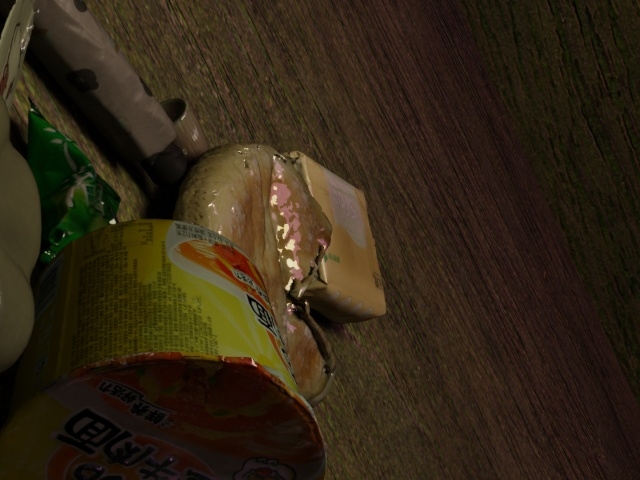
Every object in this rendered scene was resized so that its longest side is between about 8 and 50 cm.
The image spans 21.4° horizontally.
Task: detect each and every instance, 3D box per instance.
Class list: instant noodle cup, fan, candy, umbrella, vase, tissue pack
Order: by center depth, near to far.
[{"bbox_3d":[-0.135,0.123,1.370,0.264,0.264,0.200,56,14,-37],"label":"instant noodle cup"},{"bbox_3d":[-0.248,-0.179,1.431,0.191,0.009,0.329,112,-7,-59],"label":"fan"},{"bbox_3d":[-0.218,-0.020,1.514,0.203,0.078,0.141,-107,177,-45],"label":"candy"},{"bbox_3d":[-0.226,-0.170,1.642,0.073,0.067,0.337,28,-19,46],"label":"umbrella"},{"bbox_3d":[-0.146,-0.102,1.832,0.053,0.053,0.100,-89,157,-47],"label":"vase"},{"bbox_3d":[0.000,0.000,2.085,0.222,0.090,0.186,28,48,-63],"label":"tissue pack"}]

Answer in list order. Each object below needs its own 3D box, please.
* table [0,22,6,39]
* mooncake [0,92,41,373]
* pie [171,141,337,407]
[{"bbox_3d":[-0.306,-0.167,1.388,0.062,0.083,0.079,60,22,-30],"label":"table"},{"bbox_3d":[-0.298,-0.018,1.196,0.275,0.135,0.275,-15,90,-70],"label":"mooncake"},{"bbox_3d":[-0.073,0.045,1.800,0.337,0.075,0.337,29,56,-55],"label":"pie"}]
